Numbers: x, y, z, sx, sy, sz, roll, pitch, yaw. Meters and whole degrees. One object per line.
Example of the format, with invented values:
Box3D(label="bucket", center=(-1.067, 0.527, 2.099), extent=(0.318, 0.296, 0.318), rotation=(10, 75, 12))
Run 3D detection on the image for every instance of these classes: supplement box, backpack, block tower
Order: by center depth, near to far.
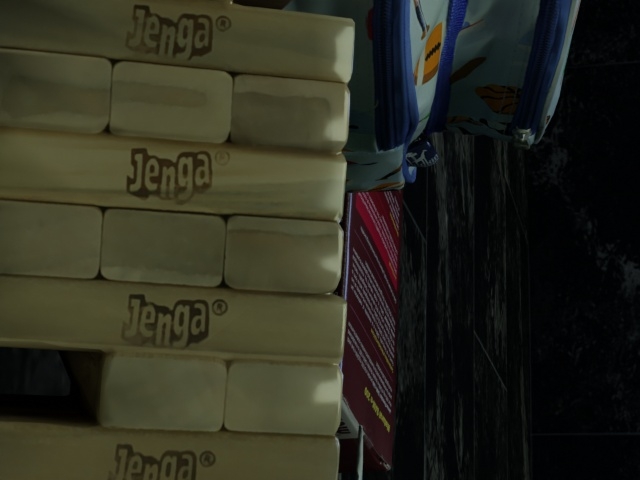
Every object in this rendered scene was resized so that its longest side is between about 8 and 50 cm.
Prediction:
Box3D(label="block tower", center=(-0.044, -0.072, 0.364), extent=(0.091, 0.097, 0.335), rotation=(173, -79, -75))
Box3D(label="backpack", center=(0.007, -0.143, 0.549), extent=(0.263, 0.213, 0.276), rotation=(19, 69, -78))
Box3D(label="supplement box", center=(0.000, 0.000, 0.795), extent=(0.130, 0.073, 0.239), rotation=(62, 28, -58))

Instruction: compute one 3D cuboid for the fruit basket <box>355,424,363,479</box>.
Box3D(label="fruit basket", center=(-0.001, 0.303, 0.557), extent=(0.327, 0.165, 0.353), rotation=(-60, 148, -66))
